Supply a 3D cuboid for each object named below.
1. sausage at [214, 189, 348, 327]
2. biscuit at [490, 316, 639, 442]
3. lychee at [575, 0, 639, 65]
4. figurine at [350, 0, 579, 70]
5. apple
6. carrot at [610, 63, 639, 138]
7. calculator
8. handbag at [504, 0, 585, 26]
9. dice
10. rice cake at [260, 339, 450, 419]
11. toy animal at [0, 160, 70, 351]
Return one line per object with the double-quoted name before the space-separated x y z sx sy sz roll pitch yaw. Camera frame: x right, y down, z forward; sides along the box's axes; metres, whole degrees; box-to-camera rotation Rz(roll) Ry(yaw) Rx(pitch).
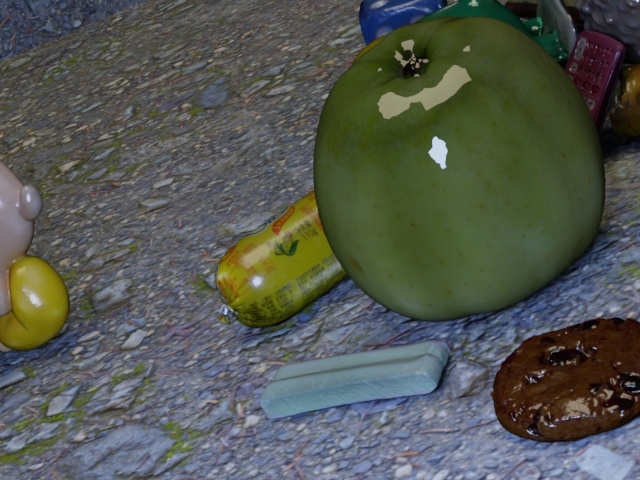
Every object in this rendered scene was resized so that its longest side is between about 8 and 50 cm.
"sausage" 0.000 0.000 2.044 0.347 0.123 0.123 -35 26 -22
"biscuit" 0.269 0.142 1.605 0.192 0.049 0.192 -19 29 11
"lychee" 0.521 -0.418 2.148 0.432 0.380 0.380 -3 27 6
"figurine" 0.196 -0.239 2.240 0.340 0.231 0.323 -18 23 -2
"apple" 0.157 -0.086 1.851 0.357 0.357 0.357 -19 24 9
"carrot" 0.515 -0.199 2.010 0.302 0.114 0.114 -7 29 33
"calculator" 0.354 -0.187 2.092 0.034 0.190 0.126 17 11 -21
"handbag" 0.439 -0.414 2.503 0.213 0.127 0.235 -34 28 -27
"dice" 0.154 -0.362 2.627 0.146 0.143 0.146 -17 25 15
"rice cake" 0.039 0.157 1.787 0.222 0.042 0.080 -12 28 25
"toy animal" -0.511 0.059 2.171 0.277 0.345 0.247 35 43 24
